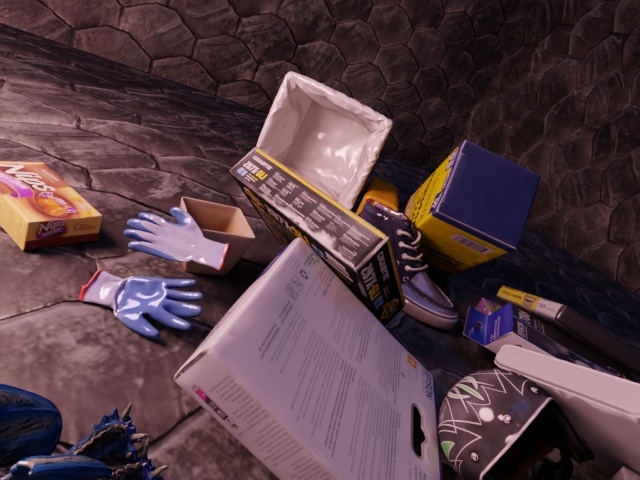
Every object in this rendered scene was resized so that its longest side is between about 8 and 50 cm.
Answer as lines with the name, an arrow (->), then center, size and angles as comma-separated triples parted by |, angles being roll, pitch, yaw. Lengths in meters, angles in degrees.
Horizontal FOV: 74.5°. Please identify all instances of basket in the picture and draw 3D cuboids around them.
basket -> 0.010, -0.275, 1.278 | 0.329, 0.331, 0.266 | 28, 16, 5

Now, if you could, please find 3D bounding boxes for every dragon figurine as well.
dragon figurine -> -0.196, 0.148, 0.259 | 0.085, 0.289, 0.144 | 34, 61, 24

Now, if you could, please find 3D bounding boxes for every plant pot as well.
plant pot -> -0.192, 0.000, 0.731 | 0.109, 0.096, 0.109 | 10, 27, -32

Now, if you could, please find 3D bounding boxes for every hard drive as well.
hard drive -> 0.404, 0.268, 0.570 | 0.307, 0.040, 0.203 | 44, -15, -18

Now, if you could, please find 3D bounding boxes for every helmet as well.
helmet -> 0.231, 0.245, 0.534 | 0.161, 0.169, 0.169 | 48, 24, 2

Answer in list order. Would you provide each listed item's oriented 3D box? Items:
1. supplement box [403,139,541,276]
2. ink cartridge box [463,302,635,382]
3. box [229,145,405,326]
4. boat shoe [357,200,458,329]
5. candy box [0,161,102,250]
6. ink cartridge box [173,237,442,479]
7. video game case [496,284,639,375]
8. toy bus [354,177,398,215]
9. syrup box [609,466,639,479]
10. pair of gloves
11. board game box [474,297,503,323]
supplement box -> 0.340, -0.058, 1.068 | 0.196, 0.194, 0.356 | 26, -17, 0
ink cartridge box -> 0.457, 0.226, 0.842 | 0.333, 0.065, 0.165 | 30, 23, 14
box -> 0.000, 0.000, 0.770 | 0.322, 0.079, 0.257 | 38, -15, 33
boat shoe -> 0.191, 0.042, 0.960 | 0.341, 0.158, 0.127 | 38, 25, 29
candy box -> -0.445, -0.060, 0.656 | 0.187, 0.053, 0.109 | 36, 25, 23
ink cartridge box -> 0.023, 0.178, 0.547 | 0.330, 0.071, 0.324 | 48, 21, -5
video game case -> 0.557, 0.199, 0.919 | 0.275, 0.035, 0.248 | 32, 1, -4
toy bus -> 0.163, -0.085, 1.252 | 0.108, 0.130, 0.332 | 26, 22, 1
syrup box -> 0.373, 0.383, 0.473 | 0.096, 0.093, 0.237 | 33, 23, 19
pair of gloves -> -0.222, 0.036, 0.590 | 0.160, 0.023, 0.198 | 18, 57, 0
board game box -> 0.483, 0.265, 0.923 | 0.208, 0.056, 0.346 | 27, 21, -6
